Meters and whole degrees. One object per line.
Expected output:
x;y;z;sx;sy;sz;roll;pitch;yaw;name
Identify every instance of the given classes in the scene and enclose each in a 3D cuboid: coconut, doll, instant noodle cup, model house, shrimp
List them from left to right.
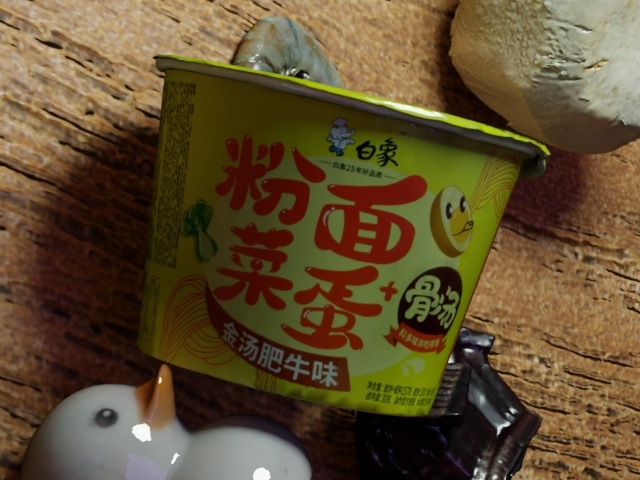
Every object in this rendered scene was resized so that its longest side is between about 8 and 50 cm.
-0.121;0.213;1.322;0.221;0.221;0.251;0;109;-43;doll
-0.032;-0.096;1.564;0.148;0.035;0.195;47;51;-27;shrimp
0.000;0.000;1.387;0.311;0.311;0.221;11;93;-40;instant noodle cup
0.096;0.159;1.577;0.164;0.141;0.203;43;30;0;model house
0.233;-0.200;1.712;0.227;0.230;0.227;-12;114;-29;coconut
